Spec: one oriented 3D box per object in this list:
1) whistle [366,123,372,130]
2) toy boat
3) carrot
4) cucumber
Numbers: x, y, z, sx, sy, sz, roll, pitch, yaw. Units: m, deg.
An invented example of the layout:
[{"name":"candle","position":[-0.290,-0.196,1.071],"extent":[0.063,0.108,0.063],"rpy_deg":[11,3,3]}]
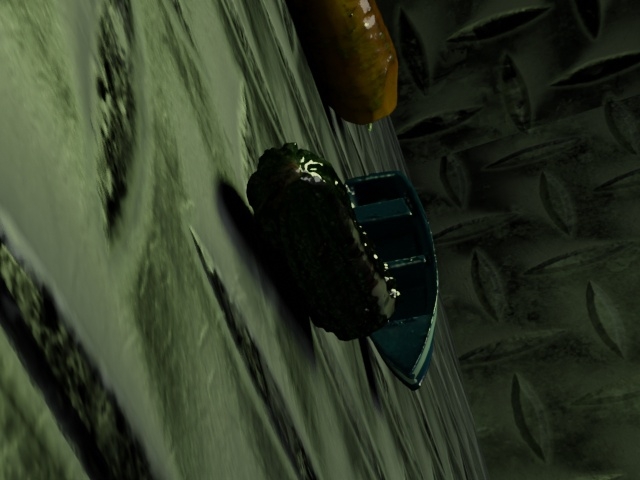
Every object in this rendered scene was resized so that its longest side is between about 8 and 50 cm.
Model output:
[{"name":"whistle","position":[0.041,-0.267,2.052],"extent":[0.105,0.085,0.227],"rpy_deg":[-59,132,-82]},{"name":"toy boat","position":[0.076,0.044,1.481],"extent":[0.299,0.096,0.061],"rpy_deg":[-98,177,-47]},{"name":"carrot","position":[0.023,-0.294,1.853],"extent":[0.114,0.114,0.301],"rpy_deg":[-97,168,-59]},{"name":"cucumber","position":[-0.001,0.000,0.998],"extent":[0.265,0.077,0.077],"rpy_deg":[59,15,-59]}]
